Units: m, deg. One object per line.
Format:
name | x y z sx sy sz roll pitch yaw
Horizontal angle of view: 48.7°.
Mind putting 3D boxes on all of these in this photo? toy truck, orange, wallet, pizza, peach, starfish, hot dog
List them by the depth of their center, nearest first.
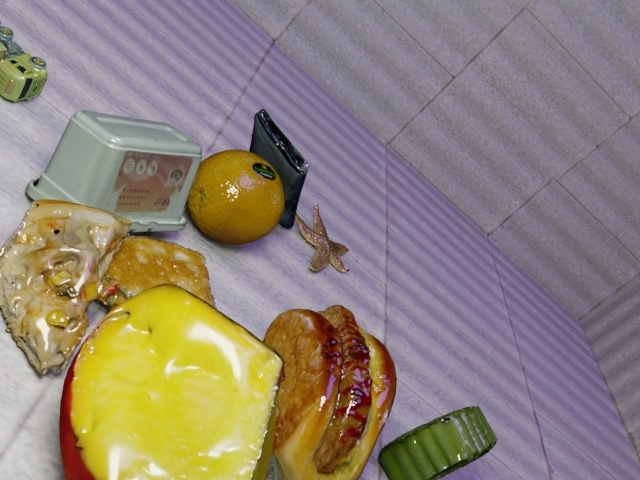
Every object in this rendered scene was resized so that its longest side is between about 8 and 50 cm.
peach | -0.207 0.255 0.998 0.306 0.242 0.380 13 46 -6
pizza | -0.408 0.060 1.089 0.189 0.071 0.297 21 56 -13
pizza | -0.308 0.083 1.280 0.323 0.089 0.223 4 41 -54
hot dog | 0.018 0.273 1.358 0.185 0.223 0.405 37 26 -28
toy truck | -0.652 -0.362 1.413 0.191 0.085 0.116 43 33 0
orange | -0.190 -0.097 1.599 0.236 0.236 0.236 37 26 -21
wallet | -0.115 -0.158 1.733 0.190 0.046 0.379 51 -19 10
starfish | -0.005 0.002 1.956 0.231 0.048 0.295 58 26 0

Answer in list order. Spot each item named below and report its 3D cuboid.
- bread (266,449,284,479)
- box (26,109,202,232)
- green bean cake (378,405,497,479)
bread | -0.125 0.381 1.145 0.156 0.064 0.117 20 34 -47
box | -0.369 -0.132 1.346 0.175 0.182 0.312 34 18 22
green bean cake | 0.251 0.438 1.496 0.200 0.214 0.113 6 52 -56
